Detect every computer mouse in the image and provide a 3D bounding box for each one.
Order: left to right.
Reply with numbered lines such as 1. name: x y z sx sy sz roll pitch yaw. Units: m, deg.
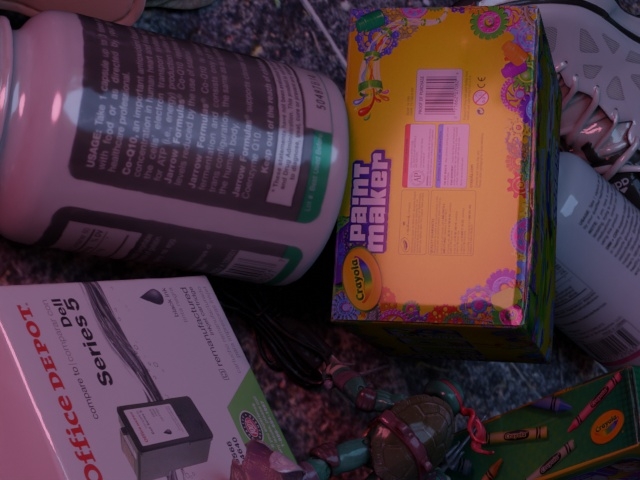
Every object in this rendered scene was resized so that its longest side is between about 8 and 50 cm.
1. computer mouse: 0.000 0.000 1.538 0.188 0.072 0.272 44 48 -12

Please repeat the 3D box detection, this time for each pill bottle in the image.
1. pill bottle: -0.174 -0.085 1.330 0.361 0.204 0.204 11 62 -24
2. pill bottle: 0.278 0.003 1.701 0.283 0.160 0.160 40 49 -17

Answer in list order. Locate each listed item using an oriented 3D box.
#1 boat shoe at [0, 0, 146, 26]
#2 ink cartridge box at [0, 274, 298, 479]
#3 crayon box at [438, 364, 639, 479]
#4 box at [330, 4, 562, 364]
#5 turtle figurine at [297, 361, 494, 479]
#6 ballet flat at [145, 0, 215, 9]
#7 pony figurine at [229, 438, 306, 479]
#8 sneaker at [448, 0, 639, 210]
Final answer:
1. boat shoe: -0.305 -0.277 1.366 0.324 0.117 0.097 14 38 -2
2. ink cartridge box: -0.172 0.142 1.237 0.273 0.115 0.198 -2 60 -56
3. crayon box: 0.267 0.210 1.506 0.165 0.278 0.081 14 61 -34
4. box: 0.132 -0.042 1.460 0.279 0.177 0.290 41 52 -72
5. turtle figurine: 0.062 0.190 1.439 0.234 0.118 0.175 -37 94 -25
6. ballet flat: -0.152 -0.266 1.561 0.168 0.052 0.057 -18 81 -43
7. pony figurine: 0.025 0.354 1.213 0.302 0.351 0.363 22 52 5
8. sneaker: 0.328 -0.151 1.813 0.447 0.169 0.258 7 63 -39
